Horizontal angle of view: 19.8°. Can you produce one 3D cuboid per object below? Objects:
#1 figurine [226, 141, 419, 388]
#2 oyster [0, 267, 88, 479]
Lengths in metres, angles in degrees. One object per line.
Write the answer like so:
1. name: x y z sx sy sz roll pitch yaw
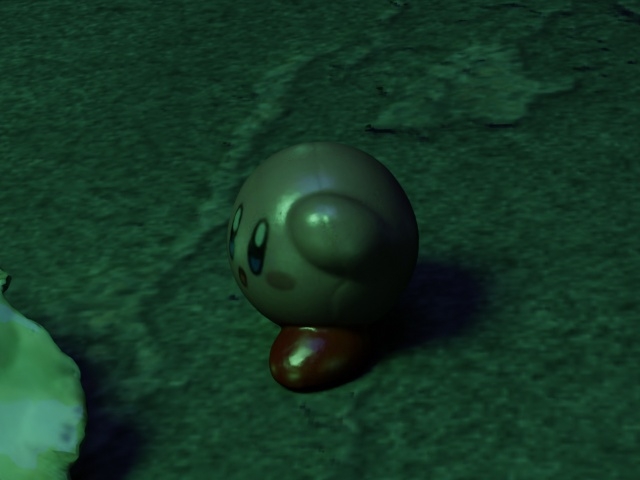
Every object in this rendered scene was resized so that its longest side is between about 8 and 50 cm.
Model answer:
1. figurine: 0.000 0.000 0.640 0.067 0.071 0.083 -14 27 -15
2. oyster: -0.259 0.058 0.555 0.351 0.115 0.238 -22 39 -18
